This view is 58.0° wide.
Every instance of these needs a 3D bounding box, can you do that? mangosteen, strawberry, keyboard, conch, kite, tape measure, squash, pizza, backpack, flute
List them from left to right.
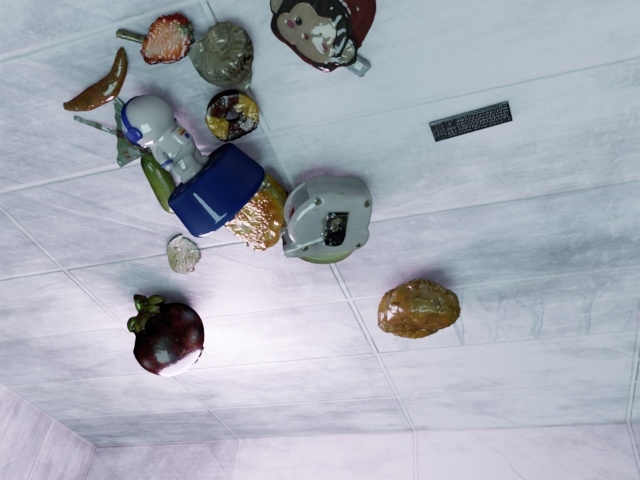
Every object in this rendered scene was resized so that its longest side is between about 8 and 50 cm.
[{"bbox_3d":[-0.567,-0.297,1.603,0.250,0.012,0.229,18,129,2],"label":"kite"},{"bbox_3d":[-0.471,-0.166,1.723,0.069,0.069,0.239,-2,138,10],"label":"squash"},{"bbox_3d":[-0.374,-0.468,1.390,0.233,0.027,0.027,13,139,-8],"label":"flute"},{"bbox_3d":[-0.586,0.362,2.201,0.311,0.311,0.311,4,139,3],"label":"mangosteen"},{"bbox_3d":[-0.357,-0.470,1.354,0.152,0.048,0.104,-21,116,20],"label":"strawberry"},{"bbox_3d":[-0.227,-0.427,1.369,0.155,0.130,0.207,10,165,15],"label":"conch"},{"bbox_3d":[-0.203,-0.084,1.757,0.226,0.086,0.336,2,144,-4],"label":"pizza"},{"bbox_3d":[0.016,-0.062,1.685,0.258,0.130,0.265,-5,135,-10],"label":"tape measure"},{"bbox_3d":[0.015,-0.484,1.231,0.229,0.139,0.229,4,113,9],"label":"backpack"},{"bbox_3d":[0.386,-0.304,1.488,0.202,0.011,0.067,-13,135,21],"label":"keyboard"}]

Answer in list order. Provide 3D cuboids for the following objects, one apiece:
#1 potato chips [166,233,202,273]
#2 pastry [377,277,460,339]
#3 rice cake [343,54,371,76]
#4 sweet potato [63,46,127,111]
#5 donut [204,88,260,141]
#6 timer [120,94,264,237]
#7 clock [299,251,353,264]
[{"bbox_3d":[-0.474,0.054,2.014,0.142,0.026,0.209,-1,137,14],"label":"potato chips"},{"bbox_3d":[0.340,0.228,1.999,0.255,0.162,0.311,19,147,-25],"label":"pastry"},{"bbox_3d":[0.025,-0.446,1.354,0.210,0.034,0.043,24,138,-19],"label":"rice cake"},{"bbox_3d":[-0.561,-0.391,1.484,0.255,0.058,0.078,-29,108,29],"label":"sweet potato"},{"bbox_3d":[-0.228,-0.324,1.484,0.140,0.059,0.140,-11,132,-12],"label":"donut"},{"bbox_3d":[-0.366,-0.225,1.536,0.270,0.270,0.383,-29,115,34],"label":"timer"},{"bbox_3d":[0.000,0.000,1.880,0.234,0.029,0.235,4,140,3],"label":"clock"}]
